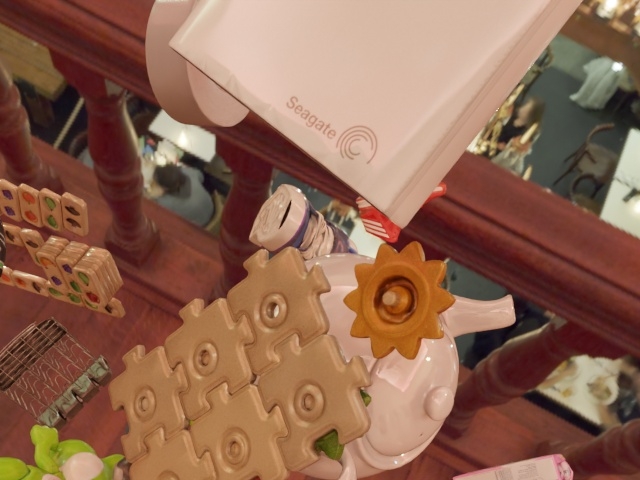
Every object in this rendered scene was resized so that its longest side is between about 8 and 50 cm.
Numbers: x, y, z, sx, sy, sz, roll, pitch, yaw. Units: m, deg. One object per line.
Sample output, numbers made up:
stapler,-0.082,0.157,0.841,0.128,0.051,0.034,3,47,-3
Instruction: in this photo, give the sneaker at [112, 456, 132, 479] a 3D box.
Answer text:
sneaker,-0.276,0.447,1.409,0.106,0.267,0.101,-17,60,18

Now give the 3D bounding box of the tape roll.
tape roll,-0.169,-0.283,1.161,0.072,0.219,0.219,8,63,24

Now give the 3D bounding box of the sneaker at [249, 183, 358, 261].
sneaker,0.000,0.000,1.488,0.236,0.323,0.130,24,81,-12

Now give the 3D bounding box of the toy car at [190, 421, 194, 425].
toy car,-0.313,0.301,1.557,0.155,0.188,0.149,58,32,-2

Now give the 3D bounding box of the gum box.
gum box,0.339,0.420,1.338,0.189,0.107,0.062,-19,71,20

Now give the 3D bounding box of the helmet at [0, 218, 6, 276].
helmet,-0.363,0.001,0.675,0.169,0.162,0.169,5,83,-48

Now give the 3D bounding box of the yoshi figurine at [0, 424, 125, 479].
yoshi figurine,-0.533,0.455,1.431,0.362,0.203,0.203,8,39,-52

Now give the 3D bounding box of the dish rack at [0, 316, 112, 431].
dish rack,-0.606,0.294,1.717,0.208,0.271,0.074,-47,44,-16

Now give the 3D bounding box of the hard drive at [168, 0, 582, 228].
hard drive,0.076,-0.214,0.507,0.233,0.047,0.353,41,96,31

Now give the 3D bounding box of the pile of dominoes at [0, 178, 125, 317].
pile of dominoes,-0.354,0.013,0.910,0.251,0.196,0.040,12,47,22

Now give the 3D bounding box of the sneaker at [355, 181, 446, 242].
sneaker,0.206,-0.069,1.885,0.221,0.087,0.128,-11,103,9

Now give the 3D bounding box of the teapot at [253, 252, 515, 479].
teapot,0.048,0.141,0.773,0.253,0.187,0.255,20,88,-44

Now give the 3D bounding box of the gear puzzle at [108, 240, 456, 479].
gear puzzle,-0.036,0.104,0.611,0.339,0.044,0.175,-37,60,24
